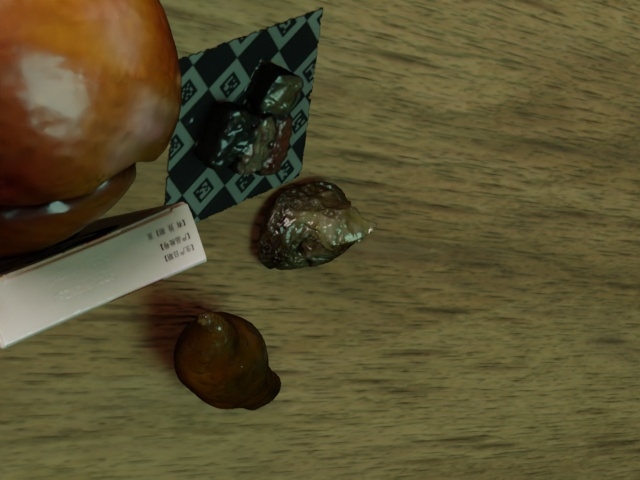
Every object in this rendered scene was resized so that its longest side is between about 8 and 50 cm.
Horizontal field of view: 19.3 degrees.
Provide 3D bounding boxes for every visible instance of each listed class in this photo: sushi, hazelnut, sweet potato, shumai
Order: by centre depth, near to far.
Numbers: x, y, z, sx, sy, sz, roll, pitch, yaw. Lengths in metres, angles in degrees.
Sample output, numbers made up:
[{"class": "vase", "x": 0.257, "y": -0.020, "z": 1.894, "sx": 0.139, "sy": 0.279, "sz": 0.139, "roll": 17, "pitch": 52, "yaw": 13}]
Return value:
[{"class": "hazelnut", "x": -0.296, "y": -0.141, "z": 1.540, "sx": 0.372, "sy": 0.315, "sz": 0.372, "roll": -15, "pitch": 153, "yaw": -8}, {"class": "sushi", "x": -0.071, "y": -0.122, "z": 2.096, "sx": 0.219, "sy": 0.047, "sz": 0.231, "roll": -25, "pitch": 137, "yaw": -38}, {"class": "sweet potato", "x": -0.117, "y": 0.141, "z": 2.218, "sx": 0.112, "sy": 0.112, "sz": 0.359, "roll": -49, "pitch": 164, "yaw": -11}, {"class": "shumai", "x": -0.011, "y": -0.005, "z": 2.249, "sx": 0.139, "sy": 0.105, "sz": 0.123, "roll": 11, "pitch": 115, "yaw": -29}]

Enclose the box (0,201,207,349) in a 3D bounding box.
[{"class": "box", "x": -0.284, "y": 0.043, "z": 1.709, "sx": 0.214, "sy": 0.353, "sz": 0.069, "roll": -24, "pitch": 100, "yaw": -34}]
